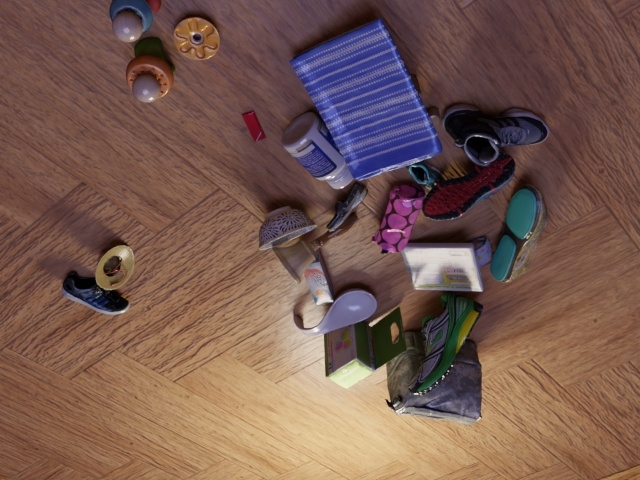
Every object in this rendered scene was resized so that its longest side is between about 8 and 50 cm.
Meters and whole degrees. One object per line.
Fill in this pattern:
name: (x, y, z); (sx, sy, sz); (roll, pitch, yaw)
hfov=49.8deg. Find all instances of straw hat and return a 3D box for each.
straw hat: (-0.600, 0.067, 1.957); (0.061, 0.144, 0.144); (27, 141, 28)

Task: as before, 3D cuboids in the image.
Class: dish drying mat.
dish drying mat: (-0.163, -0.279, 1.691); (0.032, 0.008, 0.083); (-14, 133, 11)

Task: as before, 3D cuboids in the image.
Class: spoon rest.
spoon rest: (0.045, 0.229, 2.134); (0.277, 0.084, 0.137); (-25, 130, 20)

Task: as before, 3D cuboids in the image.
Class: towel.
towel: (0.104, -0.300, 1.547); (0.243, 0.040, 0.336); (-14, 119, 32)

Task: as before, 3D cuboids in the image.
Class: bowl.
bowl: (-0.101, -0.042, 1.850); (0.170, 0.170, 0.080); (-25, 86, 20)

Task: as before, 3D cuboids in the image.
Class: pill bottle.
pill bottle: (0.003, -0.214, 1.691); (0.112, 0.112, 0.187); (-30, 127, 23)

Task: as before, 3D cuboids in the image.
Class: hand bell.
hand bell: (0.000, 0.000, 1.899); (0.242, 0.126, 0.126); (-37, 128, 0)

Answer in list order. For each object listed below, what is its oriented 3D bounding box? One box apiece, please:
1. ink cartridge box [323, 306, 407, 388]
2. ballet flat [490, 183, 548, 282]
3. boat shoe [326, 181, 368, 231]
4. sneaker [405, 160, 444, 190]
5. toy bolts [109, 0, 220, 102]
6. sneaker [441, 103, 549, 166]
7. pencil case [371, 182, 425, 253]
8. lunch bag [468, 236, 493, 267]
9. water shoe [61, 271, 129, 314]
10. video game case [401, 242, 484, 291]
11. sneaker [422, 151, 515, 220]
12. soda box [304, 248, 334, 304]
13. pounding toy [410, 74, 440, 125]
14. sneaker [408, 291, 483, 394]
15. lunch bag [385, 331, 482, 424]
ink cartridge box: (0.134, 0.313, 2.146); (0.097, 0.188, 0.255); (35, 121, -29)
ballet flat: (0.566, -0.024, 1.912); (0.123, 0.123, 0.348); (3, 133, -5)
boat shoe: (0.062, -0.091, 1.842); (0.049, 0.056, 0.152); (39, 97, -11)
sneaker: (0.264, -0.166, 1.774); (0.065, 0.076, 0.166); (-34, 126, 27)
toy bolts: (-0.340, -0.417, 1.448); (0.218, 0.158, 0.228); (-17, 132, 13)
sneaker: (0.430, -0.242, 1.657); (0.269, 0.153, 0.101); (6, 133, -9)
pencil case: (0.210, -0.062, 1.864); (0.098, 0.095, 0.209); (18, 130, 3)
lunch bag: (0.453, 0.036, 1.990); (0.083, 0.053, 0.071); (-32, 129, -1)
water shoe: (-0.658, 0.158, 2.038); (0.203, 0.072, 0.080); (20, 127, -21)
video game case: (0.353, 0.077, 1.999); (0.213, 0.023, 0.193); (0, 137, 25)
sneaker: (0.391, -0.121, 1.788); (0.262, 0.104, 0.125); (-29, 161, 12)
soda box: (-0.008, 0.107, 2.027); (0.058, 0.063, 0.183); (-11, 133, 10)
pounding toy: (0.189, -0.293, 1.637); (0.206, 0.094, 0.181); (6, 133, -8)
sneaker: (0.358, 0.318, 2.114); (0.146, 0.343, 0.134); (28, 167, 13)
lunch bag: (0.368, 0.463, 2.252); (0.305, 0.256, 0.212); (14, 131, -15)
